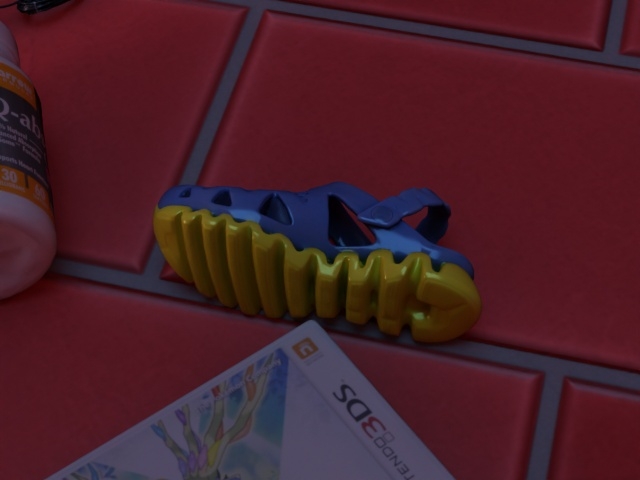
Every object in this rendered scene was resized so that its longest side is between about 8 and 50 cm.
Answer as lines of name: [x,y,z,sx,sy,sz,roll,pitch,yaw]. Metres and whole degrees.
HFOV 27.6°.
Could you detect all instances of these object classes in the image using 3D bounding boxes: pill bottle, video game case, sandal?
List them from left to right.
pill bottle: [-0.351,-0.088,1.278,0.162,0.162,0.278,-11,55,-6]
video game case: [-0.055,0.246,1.088,0.329,0.036,0.300,-31,54,-18]
sandal: [0.000,0.000,1.235,0.318,0.126,0.138,13,52,1]

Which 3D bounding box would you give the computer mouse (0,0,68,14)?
computer mouse: [-0.381,-0.250,1.477,0.242,0.041,0.071,-19,39,-17]
